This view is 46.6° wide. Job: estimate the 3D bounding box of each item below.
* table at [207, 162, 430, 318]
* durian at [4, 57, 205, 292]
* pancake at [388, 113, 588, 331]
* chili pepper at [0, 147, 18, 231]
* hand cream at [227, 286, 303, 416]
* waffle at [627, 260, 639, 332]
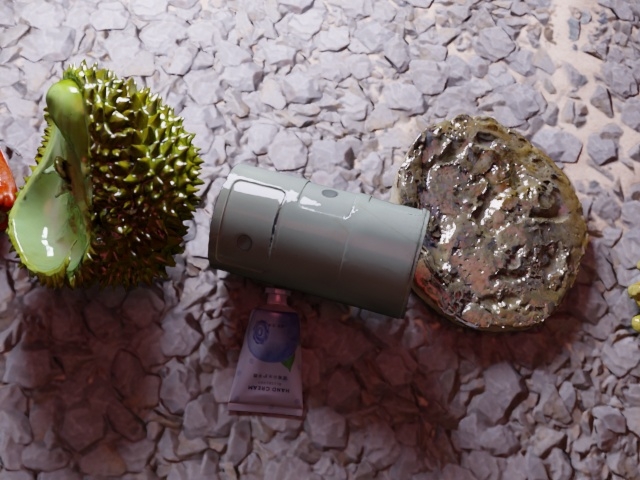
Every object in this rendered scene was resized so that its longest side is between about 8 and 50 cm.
[{"bbox_3d":[0.000,0.000,0.825,0.220,0.126,0.126,14,69,6],"label":"table"},{"bbox_3d":[-0.221,-0.057,0.789,0.176,0.200,0.237,14,81,-31],"label":"durian"},{"bbox_3d":[0.206,-0.024,0.922,0.282,0.049,0.282,3,72,-8],"label":"pancake"},{"bbox_3d":[-0.386,-0.065,0.835,0.070,0.073,0.123,-36,74,25],"label":"chili pepper"},{"bbox_3d":[-0.054,0.123,0.835,0.084,0.053,0.142,7,80,-6],"label":"hand cream"},{"bbox_3d":[0.508,0.097,0.924,0.249,0.056,0.253,-11,72,-12],"label":"waffle"}]
